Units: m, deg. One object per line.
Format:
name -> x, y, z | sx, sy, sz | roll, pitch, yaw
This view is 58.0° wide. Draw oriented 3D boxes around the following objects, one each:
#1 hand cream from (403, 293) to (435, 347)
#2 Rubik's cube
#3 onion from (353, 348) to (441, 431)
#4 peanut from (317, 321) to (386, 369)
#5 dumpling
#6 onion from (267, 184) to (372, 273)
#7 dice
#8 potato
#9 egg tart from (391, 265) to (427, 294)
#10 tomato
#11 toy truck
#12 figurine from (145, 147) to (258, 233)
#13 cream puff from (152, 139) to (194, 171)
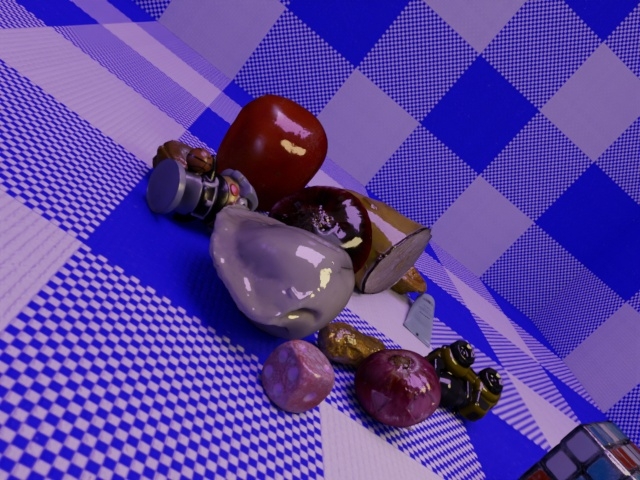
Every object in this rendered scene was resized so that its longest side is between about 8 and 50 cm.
hand cream -> 0.343, 0.257, 1.950 | 0.109, 0.067, 0.321 | 43, 19, 1
Rubik's cube -> 0.547, 0.556, 1.134 | 0.293, 0.287, 0.292 | 21, 24, -50
onion -> 0.155, 0.300, 1.177 | 0.177, 0.153, 0.177 | 24, 32, -16
peanut -> 0.070, 0.235, 1.266 | 0.207, 0.087, 0.087 | 30, 18, -40
dumpling -> -0.072, 0.038, 1.158 | 0.315, 0.233, 0.395 | 54, 25, 14
onion -> 0.000, 0.000, 1.468 | 0.273, 0.273, 0.285 | 49, -9, 26
dice -> -0.038, 0.233, 0.989 | 0.094, 0.093, 0.091 | 27, 20, -47
potato -> 0.148, -0.025, 1.812 | 0.296, 0.290, 0.397 | 46, 19, 18
egg tart -> 0.281, 0.117, 2.088 | 0.241, 0.106, 0.241 | 39, 17, -15
tomato -> -0.142, -0.247, 1.649 | 0.293, 0.325, 0.289 | 35, 14, -33
toy truck -> 0.357, 0.381, 1.495 | 0.224, 0.147, 0.165 | 42, 39, -7
figurine -> -0.249, -0.106, 1.289 | 0.236, 0.176, 0.133 | 18, 15, -48
cream puff -> -0.334, -0.165, 1.372 | 0.144, 0.103, 0.126 | 42, 28, 6
